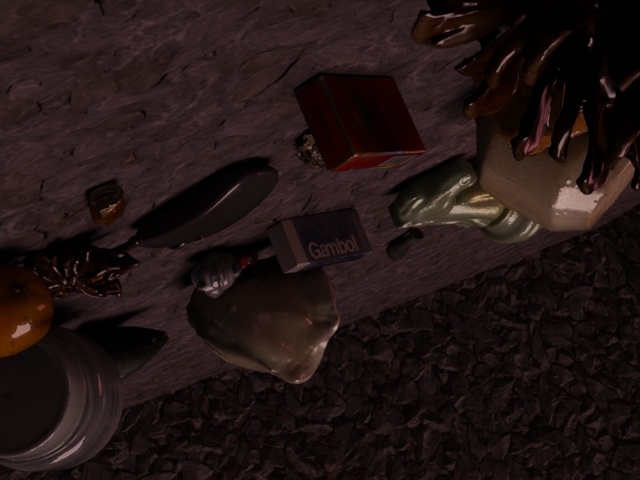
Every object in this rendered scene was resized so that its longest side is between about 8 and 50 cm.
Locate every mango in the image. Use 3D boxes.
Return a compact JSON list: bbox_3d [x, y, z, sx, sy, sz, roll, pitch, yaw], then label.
[{"bbox_3d":[-0.454,0.104,1.655,0.219,0.112,0.145,-21,146,21],"label":"mango"}]

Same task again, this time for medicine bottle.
[{"bbox_3d":[-0.469,0.256,2.056,0.245,0.245,0.306,-23,170,-1],"label":"medicine bottle"}]

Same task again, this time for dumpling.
[{"bbox_3d":[-0.110,0.110,2.250,0.243,0.318,0.187,-52,144,-4],"label":"dumpling"}]

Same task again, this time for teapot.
[{"bbox_3d":[0.194,0.005,2.838,0.042,0.043,0.110,-16,164,-36],"label":"teapot"}]

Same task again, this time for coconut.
[{"bbox_3d":[0.350,-0.148,1.882,0.245,0.247,0.245,-46,162,-20],"label":"coconut"}]

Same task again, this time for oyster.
[{"bbox_3d":[0.016,-0.129,1.721,0.103,0.051,0.148,-12,177,-19],"label":"oyster"}]

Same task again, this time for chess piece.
[{"bbox_3d":[0.276,-0.082,2.344,0.298,0.176,0.176,2,156,-38],"label":"chess piece"}]

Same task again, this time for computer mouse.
[{"bbox_3d":[-0.159,-0.040,1.763,0.232,0.057,0.120,-29,168,26],"label":"computer mouse"}]

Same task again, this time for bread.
[{"bbox_3d":[-0.266,-0.044,1.563,0.047,0.036,0.083,-25,172,-11],"label":"bread"},{"bbox_3d":[0.301,-0.205,1.698,0.143,0.149,0.158,-30,168,17],"label":"bread"}]

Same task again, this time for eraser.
[{"bbox_3d":[0.000,0.000,2.234,0.046,0.092,0.212,-31,166,39],"label":"eraser"}]

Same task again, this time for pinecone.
[{"bbox_3d":[0.302,-0.187,1.199,0.384,0.384,0.384,-23,170,-4],"label":"pinecone"}]

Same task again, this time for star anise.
[{"bbox_3d":[-0.317,0.038,1.732,0.234,0.073,0.177,-9,166,17],"label":"star anise"}]

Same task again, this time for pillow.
[{"bbox_3d":[-0.433,0.231,2.400,0.250,0.106,0.186,-26,170,37],"label":"pillow"}]

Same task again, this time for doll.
[{"bbox_3d":[-0.169,0.050,2.177,0.094,0.079,0.180,-2,-166,26],"label":"doll"}]

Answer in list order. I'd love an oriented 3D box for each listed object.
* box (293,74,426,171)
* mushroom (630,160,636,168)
[{"bbox_3d":[0.050,-0.144,1.540,0.048,0.112,0.175,-29,168,33],"label":"box"},{"bbox_3d":[0.556,-0.204,1.707,0.345,0.345,0.259,-21,162,-14],"label":"mushroom"}]
